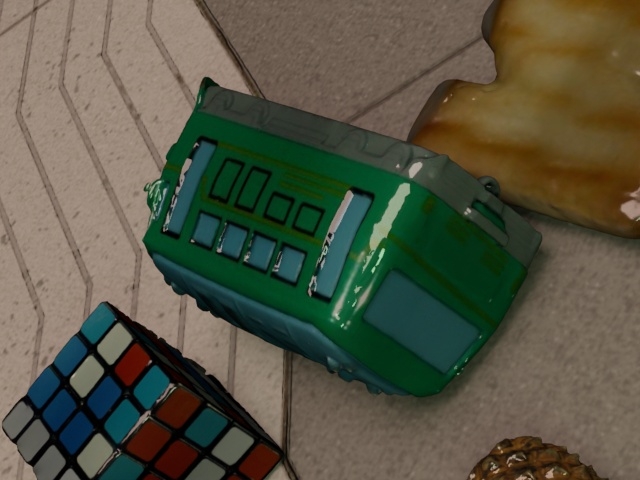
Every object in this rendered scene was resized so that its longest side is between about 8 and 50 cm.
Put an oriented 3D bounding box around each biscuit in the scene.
[{"bbox_3d":[0.225,-0.127,1.447,0.290,0.062,0.237,18,72,46],"label":"biscuit"}]

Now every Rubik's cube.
[{"bbox_3d":[-0.157,0.173,1.479,0.151,0.155,0.154,-50,41,2],"label":"Rubik's cube"}]

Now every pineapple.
[{"bbox_3d":[0.201,0.232,1.174,0.111,0.119,0.237,-17,33,-34],"label":"pineapple"}]

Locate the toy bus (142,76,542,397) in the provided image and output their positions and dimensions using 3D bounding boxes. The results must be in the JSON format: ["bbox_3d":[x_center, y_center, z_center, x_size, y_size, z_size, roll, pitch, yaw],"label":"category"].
[{"bbox_3d":[0.000,0.000,1.458,0.343,0.183,0.199,22,81,48],"label":"toy bus"}]
